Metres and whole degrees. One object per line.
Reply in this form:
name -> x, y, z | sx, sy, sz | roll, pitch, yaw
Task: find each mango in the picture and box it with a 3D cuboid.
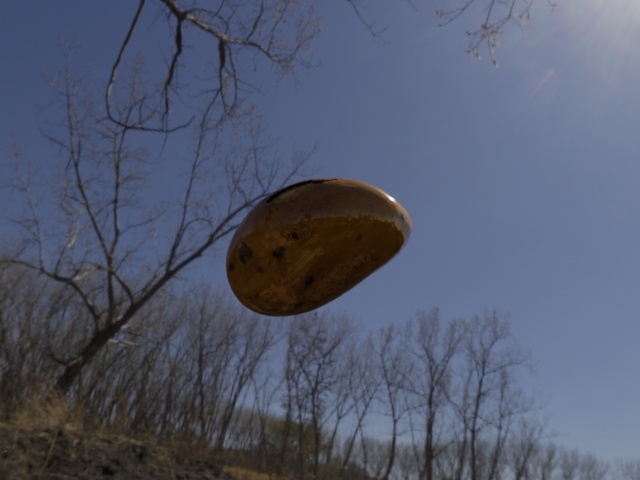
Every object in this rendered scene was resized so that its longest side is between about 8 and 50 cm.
mango -> 0.000, 0.000, 0.791 | 0.291, 0.160, 0.190 | -19, -49, -12
